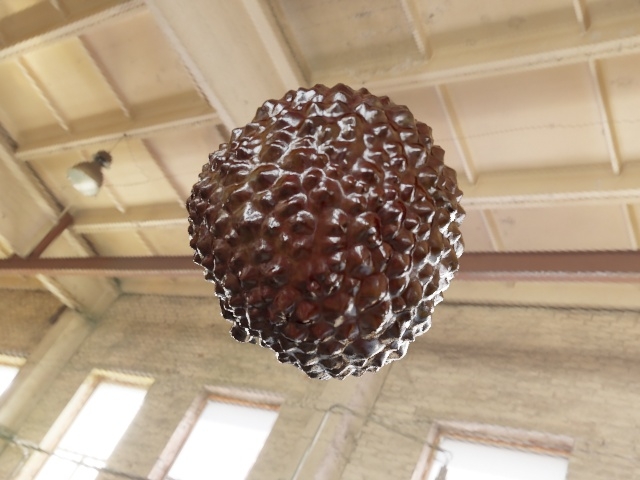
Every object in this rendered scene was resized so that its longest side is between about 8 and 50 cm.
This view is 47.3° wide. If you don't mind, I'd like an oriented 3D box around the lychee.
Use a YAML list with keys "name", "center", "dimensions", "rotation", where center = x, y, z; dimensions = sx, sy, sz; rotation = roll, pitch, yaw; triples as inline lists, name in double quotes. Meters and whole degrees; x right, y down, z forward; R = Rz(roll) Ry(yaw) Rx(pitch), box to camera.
- name: "lychee"
  center: [0.000, 0.000, 0.698]
  dimensions: [0.264, 0.264, 0.300]
  rotation: [35, -68, -9]
